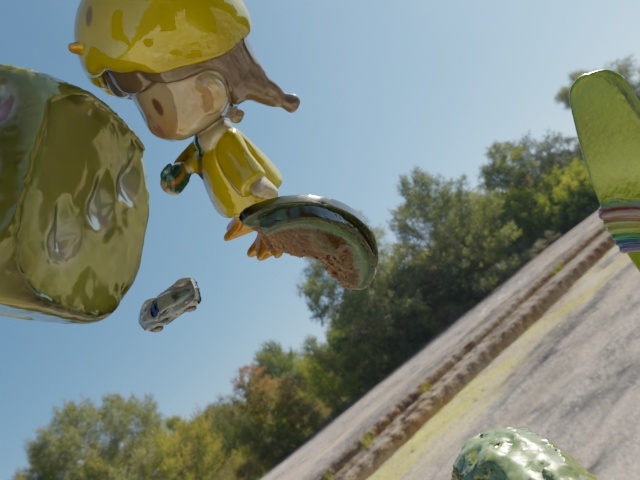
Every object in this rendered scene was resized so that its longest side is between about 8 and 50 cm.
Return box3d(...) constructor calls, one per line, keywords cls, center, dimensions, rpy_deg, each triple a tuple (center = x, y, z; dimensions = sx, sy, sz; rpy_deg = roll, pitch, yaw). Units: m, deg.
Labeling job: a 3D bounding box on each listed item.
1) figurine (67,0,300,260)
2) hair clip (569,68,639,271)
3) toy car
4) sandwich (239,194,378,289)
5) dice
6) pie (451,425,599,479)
box3d(cls="figurine", center=(-0.139, -0.146, 0.632), dimensions=(0.215, 0.343, 0.187), rpy_deg=(7, 40, 44))
box3d(cls="hair clip", center=(0.214, -0.024, 0.352), dimensions=(0.060, 0.188, 0.033), rpy_deg=(-20, 19, 49))
box3d(cls="toy car", center=(-0.187, 0.079, 0.669), dimensions=(0.093, 0.041, 0.025), rpy_deg=(-31, -29, 11))
box3d(cls="sandwich", center=(-0.001, -0.002, 0.454), dimensions=(0.135, 0.029, 0.067), rpy_deg=(21, -55, -28))
box3d(cls="dice", center=(-0.343, -0.039, 0.607), dimensions=(0.227, 0.238, 0.233), rpy_deg=(5, -16, 8))
box3d(cls="pie", center=(0.153, 0.250, 0.324), dimensions=(0.079, 0.276, 0.277), rpy_deg=(-16, -18, -10))
